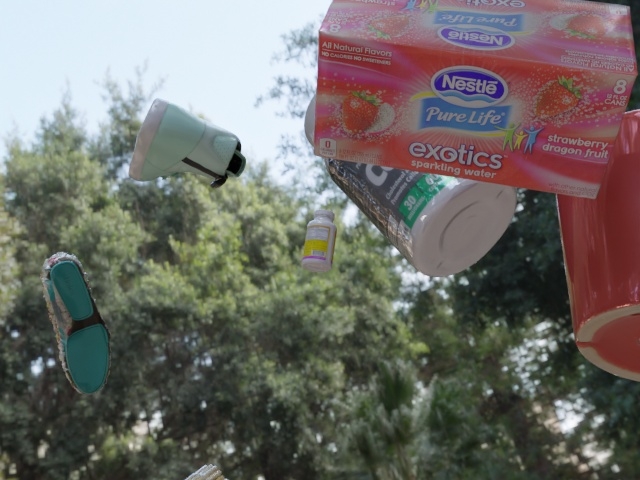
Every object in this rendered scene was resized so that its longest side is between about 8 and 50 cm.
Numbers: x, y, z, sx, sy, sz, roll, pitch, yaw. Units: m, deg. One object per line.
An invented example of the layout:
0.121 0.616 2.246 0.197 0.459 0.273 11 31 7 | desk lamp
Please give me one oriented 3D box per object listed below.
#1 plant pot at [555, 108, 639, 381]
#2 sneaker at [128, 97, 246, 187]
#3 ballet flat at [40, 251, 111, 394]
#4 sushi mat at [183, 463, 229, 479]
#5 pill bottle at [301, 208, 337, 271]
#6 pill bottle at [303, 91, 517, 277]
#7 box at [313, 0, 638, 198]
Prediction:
0.407 0.021 0.969 0.274 0.243 0.275 11 -31 7 | plant pot
-0.192 -0.113 1.191 0.151 0.094 0.256 25 -13 -10 | sneaker
-0.399 0.132 1.338 0.091 0.241 0.077 -14 14 -27 | ballet flat
-0.139 0.304 0.697 0.019 0.151 0.316 -59 -18 24 | sushi mat
0.000 0.000 1.157 0.043 0.083 0.043 8 -20 3 | pill bottle
0.133 -0.123 1.349 0.204 0.361 0.204 -23 -41 -22 | pill bottle
0.152 -0.164 0.843 0.299 0.142 0.154 10 -47 7 | box
